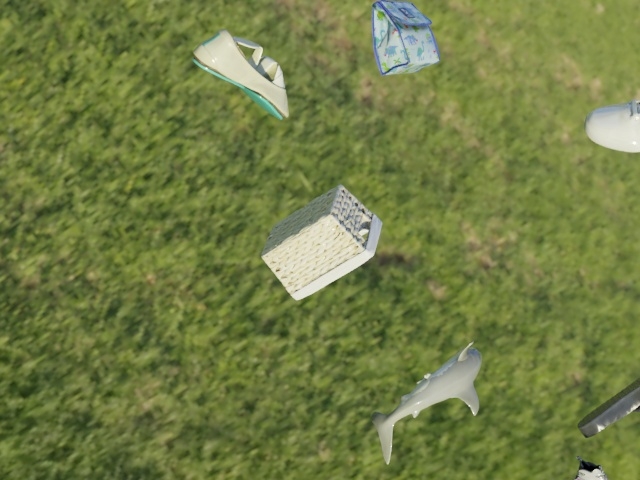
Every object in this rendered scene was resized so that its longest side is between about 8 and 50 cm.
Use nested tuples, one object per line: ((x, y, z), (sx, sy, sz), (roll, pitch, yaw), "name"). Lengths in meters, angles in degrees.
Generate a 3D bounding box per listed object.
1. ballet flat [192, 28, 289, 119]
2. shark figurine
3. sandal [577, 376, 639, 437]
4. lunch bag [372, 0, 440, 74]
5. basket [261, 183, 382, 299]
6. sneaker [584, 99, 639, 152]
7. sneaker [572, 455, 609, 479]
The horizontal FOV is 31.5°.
((-0.106, -0.268, 1.812), (0.248, 0.086, 0.086), (28, 39, -58), "ballet flat")
((0.222, 0.285, 2.046), (0.278, 0.166, 0.116), (-35, 80, -22), "shark figurine")
((0.574, 0.276, 2.006), (0.054, 0.254, 0.097), (53, 15, 5), "sandal")
((0.173, -0.433, 2.386), (0.129, 0.096, 0.151), (-13, 84, -52), "lunch bag")
((0.000, 0.000, 1.830), (0.103, 0.167, 0.113), (49, 30, -19), "basket")
((0.447, -0.169, 1.454), (0.094, 0.212, 0.080), (73, 22, -51), "sneaker")
((0.454, 0.409, 1.977), (0.038, 0.098, 0.069), (-30, 100, -52), "sneaker")
